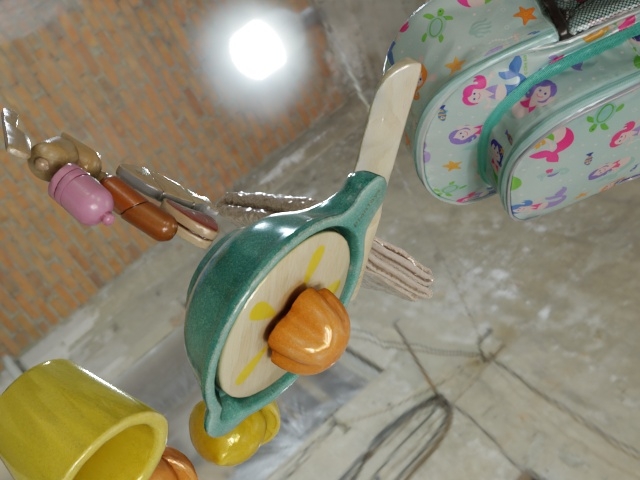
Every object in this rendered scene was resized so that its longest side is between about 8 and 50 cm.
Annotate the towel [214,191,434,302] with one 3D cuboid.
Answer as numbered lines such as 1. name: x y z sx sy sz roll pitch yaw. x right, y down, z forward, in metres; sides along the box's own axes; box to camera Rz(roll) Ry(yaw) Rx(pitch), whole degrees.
1. towel: 0.000 0.000 0.930 0.187 0.049 0.282 32 -10 -28

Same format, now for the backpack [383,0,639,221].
1. backpack: 0.190 -0.133 0.698 0.225 0.253 0.191 74 0 -62

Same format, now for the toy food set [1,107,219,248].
1. toy food set: -0.099 -0.021 0.382 0.122 0.019 0.078 26 14 -33

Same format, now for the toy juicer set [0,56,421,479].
1. toy juicer set: -0.022 0.063 0.476 0.089 0.329 0.209 32 -31 24
